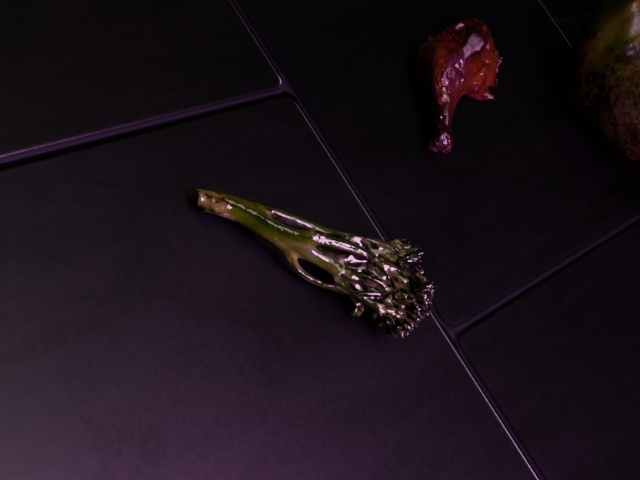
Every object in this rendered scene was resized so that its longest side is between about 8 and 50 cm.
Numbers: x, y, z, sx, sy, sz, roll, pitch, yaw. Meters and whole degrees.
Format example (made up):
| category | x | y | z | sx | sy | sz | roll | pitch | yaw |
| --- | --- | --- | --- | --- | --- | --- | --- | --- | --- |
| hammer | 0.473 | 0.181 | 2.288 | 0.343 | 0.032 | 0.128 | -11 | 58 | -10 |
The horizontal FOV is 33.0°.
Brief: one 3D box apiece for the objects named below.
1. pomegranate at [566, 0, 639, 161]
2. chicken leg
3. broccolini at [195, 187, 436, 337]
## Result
| category | x | y | z | sx | sy | sz | roll | pitch | yaw |
| --- | --- | --- | --- | --- | --- | --- | --- | --- | --- |
| pomegranate | 0.409 | -0.167 | 1.184 | 0.276 | 0.204 | 0.222 | 31 | 43 | -22 |
| chicken leg | 0.134 | -0.161 | 1.060 | 0.205 | 0.053 | 0.093 | -44 | 108 | -45 |
| broccolini | -0.007 | 0.010 | 0.823 | 0.201 | 0.058 | 0.074 | 21 | 33 | -9 |
